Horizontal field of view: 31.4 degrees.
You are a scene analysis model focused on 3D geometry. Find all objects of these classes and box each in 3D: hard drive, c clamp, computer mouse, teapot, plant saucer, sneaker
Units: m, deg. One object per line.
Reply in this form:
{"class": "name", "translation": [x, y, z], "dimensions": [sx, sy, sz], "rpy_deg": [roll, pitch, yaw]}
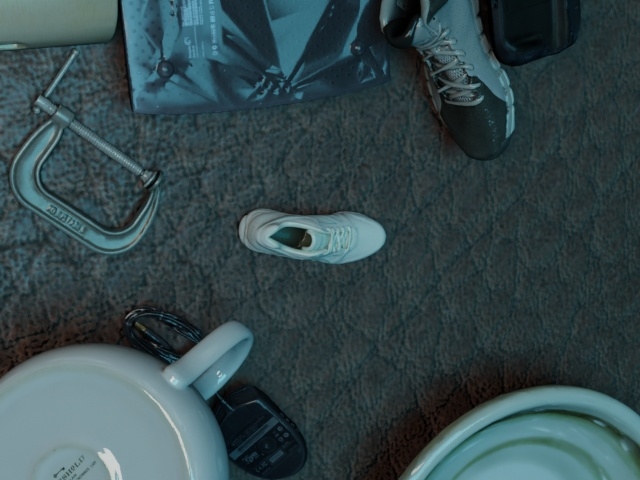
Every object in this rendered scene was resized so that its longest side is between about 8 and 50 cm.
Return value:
{"class": "hard drive", "translation": [-0.062, -0.209, 1.039], "dimensions": [0.254, 0.054, 0.172], "rpy_deg": [-10, 106, -22]}
{"class": "c clamp", "translation": [-0.204, -0.068, 1.026], "dimensions": [0.160, 0.022, 0.137], "rpy_deg": [42, 83, -25]}
{"class": "computer mouse", "translation": [-0.101, 0.147, 1.116], "dimensions": [0.071, 0.041, 0.242], "rpy_deg": [-39, 109, 7]}
{"class": "teapot", "translation": [-0.184, 0.204, 1.010], "dimensions": [0.256, 0.187, 0.253], "rpy_deg": [-5, 85, 10]}
{"class": "plant saucer", "translation": [0.209, 0.340, 1.253], "dimensions": [0.400, 0.100, 0.401], "rpy_deg": [-5, 103, -22]}
{"class": "sneaker", "translation": [0.108, -0.173, 1.079], "dimensions": [0.132, 0.086, 0.229], "rpy_deg": [-30, 106, -52]}
{"class": "sneaker", "translation": [0.000, 0.000, 1.109], "dimensions": [0.152, 0.061, 0.054], "rpy_deg": [1, 99, -25]}

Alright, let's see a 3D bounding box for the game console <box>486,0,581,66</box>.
{"class": "game console", "translation": [0.170, -0.334, 1.029], "dimensions": [0.213, 0.044, 0.361], "rpy_deg": [-18, 115, -19]}

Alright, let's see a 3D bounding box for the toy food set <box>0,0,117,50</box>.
{"class": "toy food set", "translation": [-0.284, -0.300, 0.915], "dimensions": [0.219, 0.092, 0.306], "rpy_deg": [-8, 113, -23]}
